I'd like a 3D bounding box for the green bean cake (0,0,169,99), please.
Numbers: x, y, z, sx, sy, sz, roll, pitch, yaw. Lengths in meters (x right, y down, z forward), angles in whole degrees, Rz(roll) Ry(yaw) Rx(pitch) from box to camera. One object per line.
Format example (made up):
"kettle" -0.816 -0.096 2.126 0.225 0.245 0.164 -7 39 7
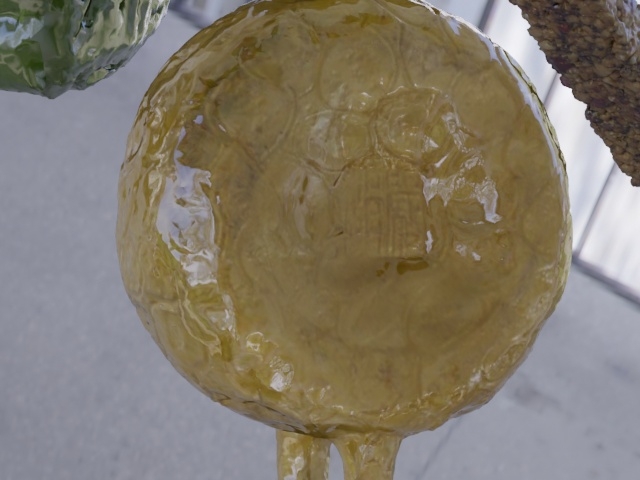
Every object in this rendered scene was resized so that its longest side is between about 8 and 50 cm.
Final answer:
"green bean cake" -0.183 -0.233 1.096 0.156 0.250 0.247 5 16 11

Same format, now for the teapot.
"teapot" 0.000 0.000 0.764 0.203 0.311 0.167 -3 1 -22

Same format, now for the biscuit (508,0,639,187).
"biscuit" 0.173 -0.096 0.957 0.064 0.199 0.034 6 59 40
